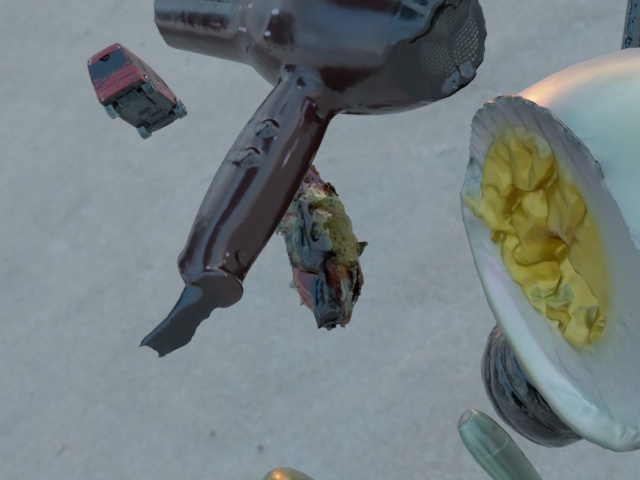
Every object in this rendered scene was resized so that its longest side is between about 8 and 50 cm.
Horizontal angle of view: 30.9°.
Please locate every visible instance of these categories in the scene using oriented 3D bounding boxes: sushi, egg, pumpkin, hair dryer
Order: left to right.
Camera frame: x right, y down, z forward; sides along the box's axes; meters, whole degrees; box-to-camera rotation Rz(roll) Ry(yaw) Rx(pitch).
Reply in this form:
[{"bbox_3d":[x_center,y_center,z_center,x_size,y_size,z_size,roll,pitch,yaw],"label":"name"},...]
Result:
[{"bbox_3d":[-0.066,-0.071,0.836,0.312,0.123,0.340,9,62,42],"label":"hair dryer"},{"bbox_3d":[-0.001,0.001,1.426,0.097,0.226,0.103,-9,-8,-25],"label":"sushi"},{"bbox_3d":[0.337,0.132,1.614,0.296,0.296,0.296,-26,37,22],"label":"pumpkin"},{"bbox_3d":[0.351,-0.019,1.070,0.339,0.355,0.354,-20,31,-15],"label":"egg"}]

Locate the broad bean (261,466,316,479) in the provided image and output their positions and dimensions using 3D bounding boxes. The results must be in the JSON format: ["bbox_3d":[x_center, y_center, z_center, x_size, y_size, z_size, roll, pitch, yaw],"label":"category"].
[{"bbox_3d":[0.003,0.361,1.378,0.121,0.263,0.189,-25,52,-5],"label":"broad bean"}]

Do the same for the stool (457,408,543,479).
[{"bbox_3d":[0.182,0.332,1.278,0.195,0.198,0.195,-47,13,23],"label":"stool"}]

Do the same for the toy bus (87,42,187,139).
[{"bbox_3d":[-0.280,-0.226,1.771,0.081,0.195,0.089,-29,74,9],"label":"toy bus"}]

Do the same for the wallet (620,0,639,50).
[{"bbox_3d":[0.388,-0.221,1.296,0.044,0.170,0.321,15,101,47],"label":"wallet"}]
